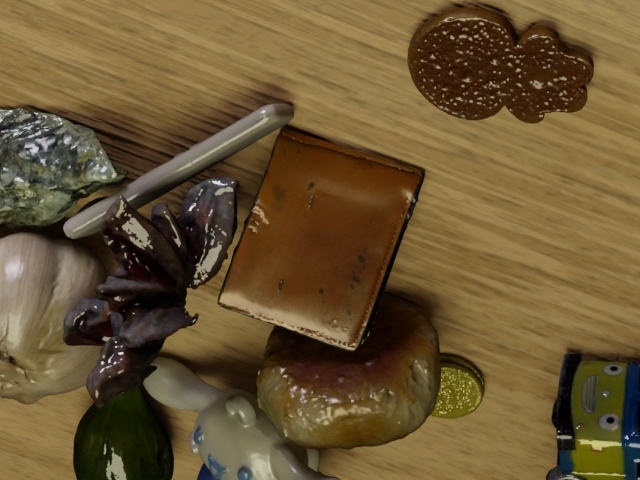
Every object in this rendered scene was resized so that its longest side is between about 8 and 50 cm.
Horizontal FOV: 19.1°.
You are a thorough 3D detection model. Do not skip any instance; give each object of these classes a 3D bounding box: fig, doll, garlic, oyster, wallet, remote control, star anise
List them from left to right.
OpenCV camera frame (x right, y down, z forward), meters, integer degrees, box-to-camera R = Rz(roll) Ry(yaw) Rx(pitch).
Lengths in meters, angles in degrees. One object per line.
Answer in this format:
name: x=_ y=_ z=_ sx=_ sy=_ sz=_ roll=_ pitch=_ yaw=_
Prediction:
oyster: x=-0.317 y=-0.061 z=1.964 sx=0.252 sy=0.087 sz=0.199 roll=21 pitch=132 yaw=10
garlic: x=-0.325 y=0.090 z=2.017 sx=0.228 sy=0.152 sz=0.228 roll=-4 pitch=142 yaw=-3
fig: x=-0.228 y=0.219 z=2.158 sx=0.117 sy=0.117 sz=0.177 roll=5 pitch=123 yaw=8
star anise: x=-0.163 y=0.036 z=1.881 sx=0.129 sy=0.283 sz=0.212 roll=36 pitch=158 yaw=5
remote control: x=-0.144 y=-0.072 z=1.891 sx=0.261 sy=0.067 sz=0.029 roll=-29 pitch=85 yaw=19
doll: x=-0.043 y=0.260 z=2.085 sx=0.311 sy=0.159 sz=0.242 roll=21 pitch=123 yaw=50
wallet: x=-0.001 y=-0.001 z=1.907 sx=0.161 sy=0.042 sz=0.195 roll=18 pitch=95 yaw=-7

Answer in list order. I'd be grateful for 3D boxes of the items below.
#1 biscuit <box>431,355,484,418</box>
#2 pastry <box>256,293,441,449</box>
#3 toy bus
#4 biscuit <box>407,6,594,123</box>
biscuit: x=0.138 y=0.161 z=2.077 sx=0.084 sy=0.023 sz=0.084 roll=6 pitch=131 yaw=7
pastry: x=0.030 y=0.136 z=1.973 sx=0.192 sy=0.182 sz=0.093 roll=0 pitch=132 yaw=9
toy bus: x=0.335 y=0.265 z=2.049 sx=0.175 sy=0.138 sz=0.288 roll=1 pitch=130 yaw=12
biscuit: x=0.169 y=-0.163 z=1.794 sx=0.175 sy=0.026 sz=0.124 roll=11 pitch=132 yaw=3
